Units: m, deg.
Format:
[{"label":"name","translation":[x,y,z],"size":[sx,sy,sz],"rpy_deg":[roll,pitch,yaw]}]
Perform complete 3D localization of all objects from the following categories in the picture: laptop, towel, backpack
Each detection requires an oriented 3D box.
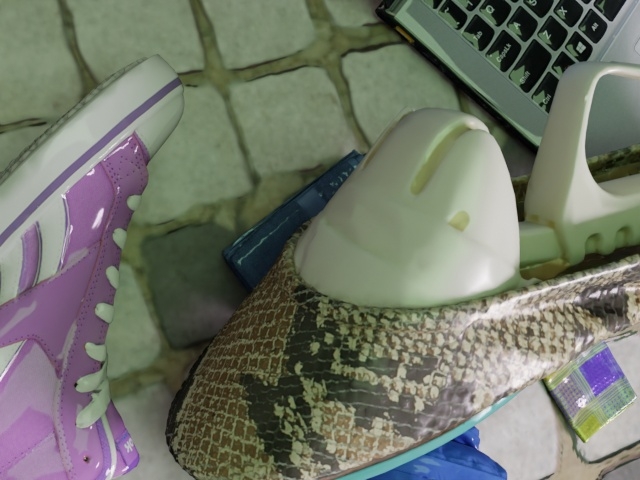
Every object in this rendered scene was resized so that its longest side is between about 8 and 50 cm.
[{"label":"laptop","translation":[0.223,-0.279,0.693],"size":[0.408,0.236,0.382],"rpy_deg":[40,72,-12]},{"label":"towel","translation":[0.185,0.093,0.753],"size":[0.060,0.009,0.083],"rpy_deg":[-30,94,-23]},{"label":"backpack","translation":[0.051,0.146,0.634],"size":[0.098,0.120,0.101],"rpy_deg":[14,79,-18]},{"label":"towel","translation":[0.000,0.000,0.682],"size":[0.119,0.029,0.067],"rpy_deg":[-39,98,-22]}]

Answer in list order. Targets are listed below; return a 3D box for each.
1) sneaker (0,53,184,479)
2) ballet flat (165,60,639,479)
[{"label":"sneaker","translation":[-0.139,0.041,0.593],"size":[0.161,0.102,0.282],"rpy_deg":[41,82,-15]},{"label":"ballet flat","translation":[0.131,-0.012,0.620],"size":[0.483,0.164,0.182],"rpy_deg":[-15,122,-22]}]
